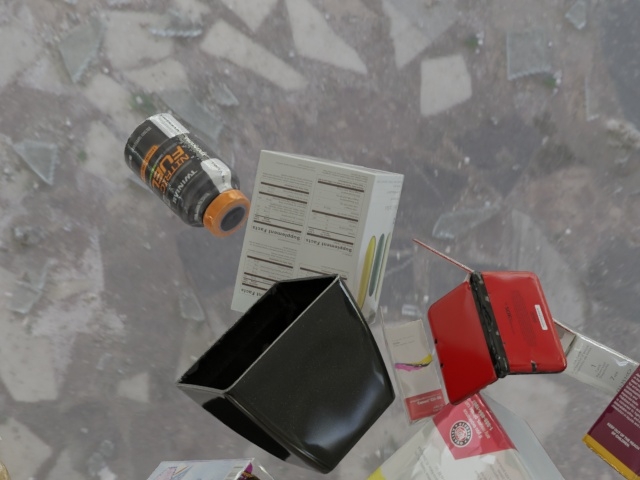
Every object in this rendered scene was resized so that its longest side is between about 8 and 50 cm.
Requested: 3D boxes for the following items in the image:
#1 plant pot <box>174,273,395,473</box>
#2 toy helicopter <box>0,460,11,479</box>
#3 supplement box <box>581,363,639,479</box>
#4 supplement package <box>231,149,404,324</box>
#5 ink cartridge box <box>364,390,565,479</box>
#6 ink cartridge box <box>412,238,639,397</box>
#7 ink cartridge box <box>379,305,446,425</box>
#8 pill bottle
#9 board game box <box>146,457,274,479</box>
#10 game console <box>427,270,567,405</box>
[{"bbox_3d":[-0.028,0.166,1.140,0.187,0.188,0.167,-45,105,-22],"label":"plant pot"},{"bbox_3d":[-0.263,0.326,0.946,0.235,0.140,0.355,-33,52,-25],"label":"toy helicopter"},{"bbox_3d":[0.409,0.194,1.133,0.188,0.104,0.081,-54,47,5],"label":"supplement box"},{"bbox_3d":[0.000,0.000,1.595,0.198,0.199,0.262,13,97,17],"label":"supplement package"},{"bbox_3d":[0.183,0.452,1.427,0.385,0.160,0.279,-45,38,13],"label":"ink cartridge box"},{"bbox_3d":[0.286,0.112,1.445,0.261,0.296,0.066,27,94,-27],"label":"ink cartridge box"},{"bbox_3d":[0.154,0.205,1.635,0.067,0.115,0.198,-15,75,-1],"label":"ink cartridge box"},{"bbox_3d":[-0.233,-0.111,1.738,0.130,0.130,0.246,-45,63,-7],"label":"pill bottle"},{"bbox_3d":[-0.262,0.490,1.555,0.066,0.318,0.318,52,55,-15],"label":"board game box"},{"bbox_3d":[0.209,0.116,1.163,0.124,0.085,0.144,0,51,-13],"label":"game console"}]
